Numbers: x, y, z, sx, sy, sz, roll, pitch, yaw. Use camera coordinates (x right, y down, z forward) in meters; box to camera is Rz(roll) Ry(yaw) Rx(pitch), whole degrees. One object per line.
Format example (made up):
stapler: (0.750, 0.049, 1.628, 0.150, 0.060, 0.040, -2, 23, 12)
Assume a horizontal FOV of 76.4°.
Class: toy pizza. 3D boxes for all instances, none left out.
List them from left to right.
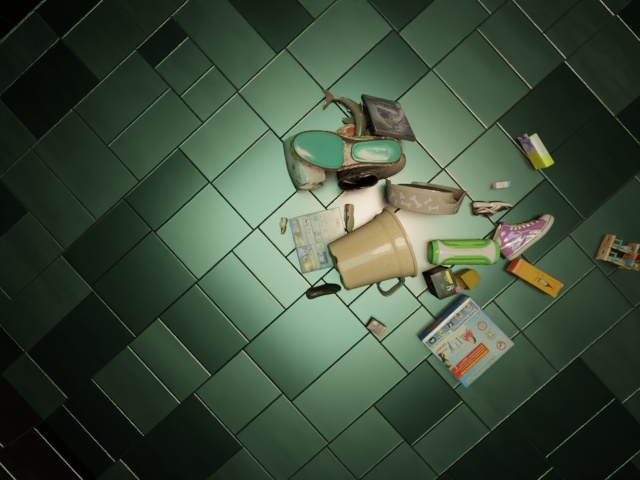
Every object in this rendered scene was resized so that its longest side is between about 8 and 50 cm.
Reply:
toy pizza: (0.148, -0.452, 1.918, 0.202, 0.032, 0.201, 0, 92, 1)

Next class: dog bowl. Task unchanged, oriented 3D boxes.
dog bowl: (0.450, -0.191, 1.776, 0.350, 0.348, 0.102, 8, 105, 1)

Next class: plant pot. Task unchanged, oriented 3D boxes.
plant pot: (0.208, 0.064, 1.769, 0.306, 0.334, 0.333, -22, 91, -3)
plant pot: (0.694, 0.176, 1.903, 0.083, 0.081, 0.081, -35, 90, -8)

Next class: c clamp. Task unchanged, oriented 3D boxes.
c clamp: (0.329, 0.183, 1.940, 0.137, 0.022, 0.160, 44, 90, -5)

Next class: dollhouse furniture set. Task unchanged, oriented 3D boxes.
dollhouse furniture set: (1.380, 0.053, 1.830, 0.130, 0.183, 0.128, 20, 92, 1)

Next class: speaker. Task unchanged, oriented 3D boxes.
speaker: (0.657, 0.054, 1.873, 0.297, 0.131, 0.131, 0, 92, 1)

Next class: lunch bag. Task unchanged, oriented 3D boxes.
lunch bag: (-0.075, -0.342, 1.811, 0.160, 0.262, 0.223, -14, 90, 2)

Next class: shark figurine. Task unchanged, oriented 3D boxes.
shark figurine: (0.145, -0.615, 1.868, 0.166, 0.116, 0.278, -41, 85, -13)

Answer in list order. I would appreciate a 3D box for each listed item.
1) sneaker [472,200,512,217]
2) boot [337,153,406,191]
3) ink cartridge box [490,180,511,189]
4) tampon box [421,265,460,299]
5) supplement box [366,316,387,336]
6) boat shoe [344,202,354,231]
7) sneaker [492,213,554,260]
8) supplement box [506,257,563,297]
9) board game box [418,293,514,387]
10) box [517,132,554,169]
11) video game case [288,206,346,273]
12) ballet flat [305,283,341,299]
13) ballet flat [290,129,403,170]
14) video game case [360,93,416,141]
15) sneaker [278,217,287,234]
sneaker: (0.800, -0.145, 1.904, 0.179, 0.072, 0.077, 2, 104, 9)
boot: (0.239, -0.294, 1.816, 0.339, 0.222, 0.118, -19, 110, 5)
ink cartridge box: (0.839, -0.257, 1.900, 0.084, 0.048, 0.028, -7, 91, 1)
tampon box: (0.550, 0.189, 1.863, 0.102, 0.161, 0.120, -22, 92, 2)
supplement box: (0.266, 0.412, 1.933, 0.083, 0.043, 0.054, 35, 92, -1)
boat shoe: (0.132, -0.108, 1.924, 0.043, 0.049, 0.136, 5, 95, 43)
sneaker: (0.929, -0.056, 1.881, 0.282, 0.102, 0.161, -42, 87, 2)
supplement box: (0.998, 0.171, 1.896, 0.234, 0.080, 0.078, 32, 93, 2)
board game box: (0.678, 0.467, 1.905, 0.308, 0.086, 0.302, -43, 91, 2)
box: (0.983, -0.414, 1.863, 0.043, 0.109, 0.178, -31, 91, 6)
video game case: (0.000, 0.000, 1.918, 0.245, 0.061, 0.269, -13, 91, 0)
ballet flat: (0.015, 0.243, 1.940, 0.173, 0.049, 0.057, -10, 47, 1)
ballet flat: (0.101, -0.374, 1.723, 0.484, 0.182, 0.163, -1, 98, -13)
video game case: (0.298, -0.546, 1.802, 0.196, 0.026, 0.274, 6, 48, -20)
sneaker: (-0.182, -0.070, 1.940, 0.037, 0.032, 0.083, 10, 87, 15)
